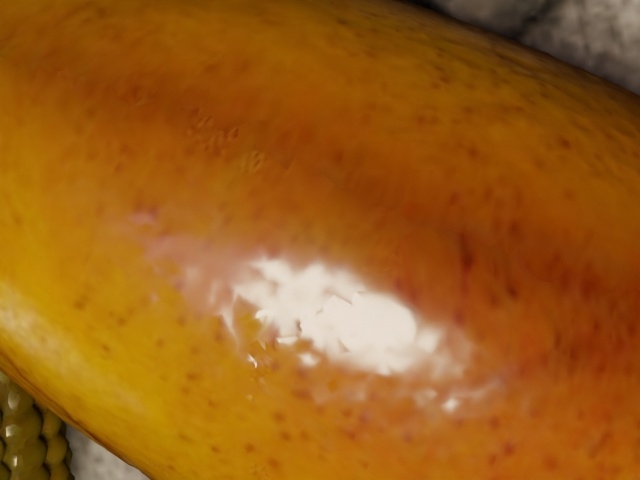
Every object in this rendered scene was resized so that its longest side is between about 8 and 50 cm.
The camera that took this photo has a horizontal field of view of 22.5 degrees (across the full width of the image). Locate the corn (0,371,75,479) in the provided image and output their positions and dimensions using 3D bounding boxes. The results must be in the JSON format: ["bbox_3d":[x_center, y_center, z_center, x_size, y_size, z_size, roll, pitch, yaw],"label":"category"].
[{"bbox_3d":[-0.140,0.178,0.600,0.131,0.131,0.345,-7,99,15],"label":"corn"}]

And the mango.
[{"bbox_3d":[0.000,0.000,0.498,0.350,0.199,0.201,28,63,-5],"label":"mango"}]
